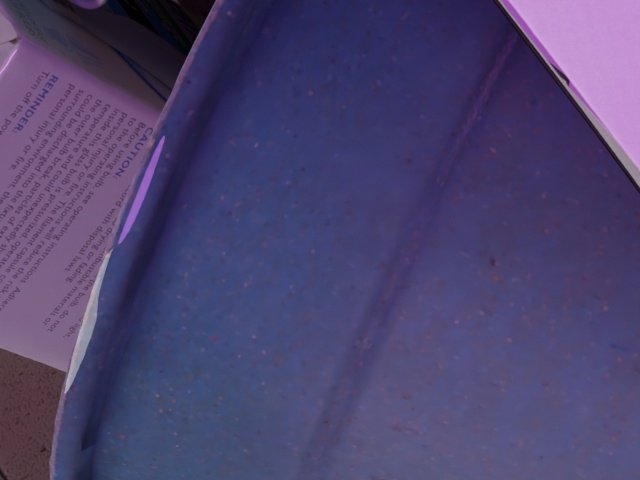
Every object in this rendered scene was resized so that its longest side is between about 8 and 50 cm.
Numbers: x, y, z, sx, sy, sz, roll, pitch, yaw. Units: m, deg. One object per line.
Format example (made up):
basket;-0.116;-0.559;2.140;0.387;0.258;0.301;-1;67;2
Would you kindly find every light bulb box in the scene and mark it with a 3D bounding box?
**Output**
light bulb box;-0.225;-0.090;1.407;0.361;0.225;0.358;27;-162;-46

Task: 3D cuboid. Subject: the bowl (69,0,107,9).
bowl;-0.170;-0.327;1.186;0.311;0.163;0.311;48;163;19

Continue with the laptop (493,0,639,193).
laptop;0.125;-0.239;0.380;0.382;0.408;0.236;53;-161;4

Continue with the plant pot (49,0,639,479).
plant pot;0.123;0.026;0.688;0.334;0.341;0.341;26;160;6
